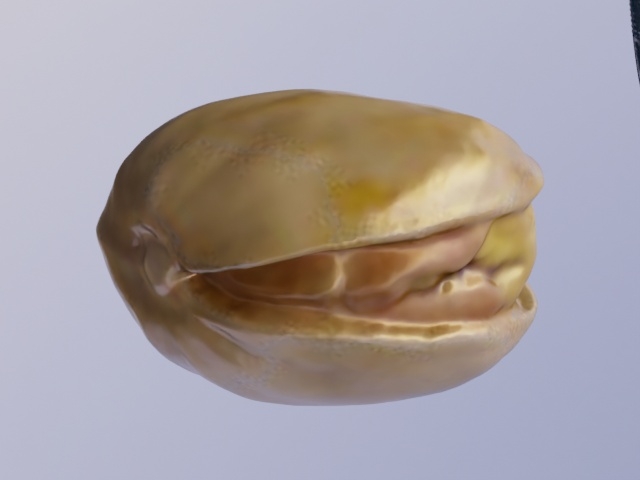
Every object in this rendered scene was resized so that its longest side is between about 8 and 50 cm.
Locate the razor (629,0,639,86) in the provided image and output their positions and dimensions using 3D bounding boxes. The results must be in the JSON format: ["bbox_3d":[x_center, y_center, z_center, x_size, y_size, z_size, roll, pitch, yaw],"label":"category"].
[{"bbox_3d":[0.133,-0.120,0.695,0.037,0.191,0.068,-27,-141,-30],"label":"razor"}]

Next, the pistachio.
[{"bbox_3d":[0.000,0.000,1.244,0.308,0.230,0.230,-3,-154,-4],"label":"pistachio"}]
